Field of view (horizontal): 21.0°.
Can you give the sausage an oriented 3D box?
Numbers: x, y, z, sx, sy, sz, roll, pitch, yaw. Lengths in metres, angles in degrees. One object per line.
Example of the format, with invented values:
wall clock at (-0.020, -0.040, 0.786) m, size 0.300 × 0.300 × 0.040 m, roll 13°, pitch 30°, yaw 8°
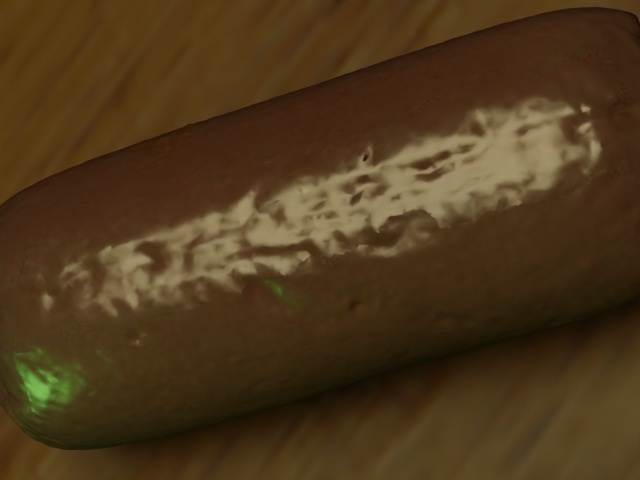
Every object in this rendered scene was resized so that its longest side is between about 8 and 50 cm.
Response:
sausage at (0.000, 0.000, 0.355) m, size 0.154 × 0.062 × 0.062 m, roll -17°, pitch 72°, yaw 13°
